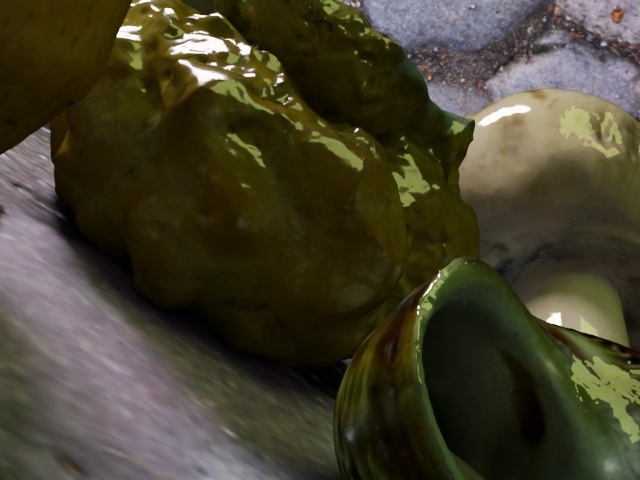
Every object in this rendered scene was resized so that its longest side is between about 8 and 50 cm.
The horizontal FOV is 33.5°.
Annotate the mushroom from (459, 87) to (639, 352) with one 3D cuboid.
[{"bbox_3d":[0.208,0.043,0.958,0.314,0.314,0.336,33,39,-13],"label":"mushroom"}]

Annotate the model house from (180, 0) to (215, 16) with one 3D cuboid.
[{"bbox_3d":[-0.183,-0.239,0.936,0.211,0.243,0.204,29,9,-35],"label":"model house"}]

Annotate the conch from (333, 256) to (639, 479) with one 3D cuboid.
[{"bbox_3d":[0.088,0.101,0.440,0.181,0.124,0.187,44,32,7],"label":"conch"}]

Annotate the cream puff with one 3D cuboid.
[{"bbox_3d":[-0.021,-0.056,0.635,0.282,0.185,0.282,29,19,-11],"label":"cream puff"}]

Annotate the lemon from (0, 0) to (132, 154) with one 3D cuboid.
[{"bbox_3d":[-0.174,-0.127,0.406,0.204,0.204,0.260,37,8,18],"label":"lemon"}]
